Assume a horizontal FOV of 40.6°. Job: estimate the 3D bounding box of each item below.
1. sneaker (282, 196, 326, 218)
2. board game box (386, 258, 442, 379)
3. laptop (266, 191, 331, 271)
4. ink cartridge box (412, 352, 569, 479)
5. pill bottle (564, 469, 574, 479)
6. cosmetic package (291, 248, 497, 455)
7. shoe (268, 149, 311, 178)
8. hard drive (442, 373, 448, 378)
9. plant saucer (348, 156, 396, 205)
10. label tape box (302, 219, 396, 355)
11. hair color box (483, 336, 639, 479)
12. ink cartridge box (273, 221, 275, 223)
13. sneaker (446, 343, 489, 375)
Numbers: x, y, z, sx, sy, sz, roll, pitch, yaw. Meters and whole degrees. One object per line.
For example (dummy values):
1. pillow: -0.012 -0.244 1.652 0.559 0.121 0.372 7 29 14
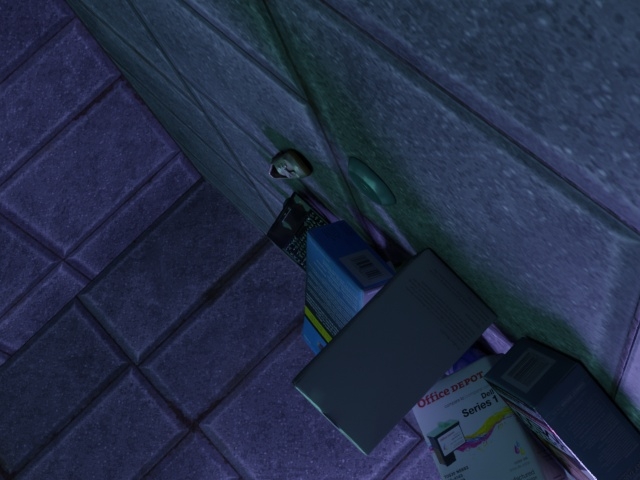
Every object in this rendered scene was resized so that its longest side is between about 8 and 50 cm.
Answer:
1. sneaker: 0.000 0.000 2.396 0.302 0.108 0.121 56 171 -15
2. board game box: 0.240 0.252 2.025 0.390 0.050 0.389 81 168 -78
3. laptop: -0.046 0.050 2.252 0.264 0.136 0.234 43 143 4
4. ink cartridge box: 0.322 0.386 1.688 0.117 0.201 0.278 9 -127 -56
5. pill bottle: 0.515 0.447 1.835 0.215 0.117 0.117 47 173 -4
6. cosmetic package: 0.137 0.212 1.673 0.197 0.365 0.155 46 173 1
7. shoe: -0.076 -0.167 2.019 0.076 0.058 0.219 47 173 -14
8. hard drive: 0.438 0.466 2.326 0.353 0.047 0.233 37 -172 28
9. plant saucer: 0.088 -0.102 1.575 0.119 0.021 0.119 44 173 7
10. label tape box: 0.063 0.157 1.984 0.240 0.106 0.333 48 146 42
11. hair color box: 0.475 0.353 1.538 0.374 0.113 0.185 47 174 -17
12. ink cartridge box: -0.074 -0.043 2.615 0.122 0.088 0.052 38 170 49
13. sneaker: 0.412 0.377 2.004 0.330 0.130 0.147 49 175 -22
